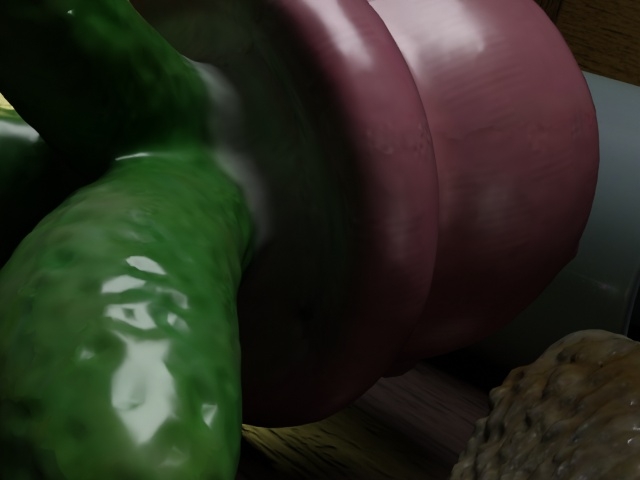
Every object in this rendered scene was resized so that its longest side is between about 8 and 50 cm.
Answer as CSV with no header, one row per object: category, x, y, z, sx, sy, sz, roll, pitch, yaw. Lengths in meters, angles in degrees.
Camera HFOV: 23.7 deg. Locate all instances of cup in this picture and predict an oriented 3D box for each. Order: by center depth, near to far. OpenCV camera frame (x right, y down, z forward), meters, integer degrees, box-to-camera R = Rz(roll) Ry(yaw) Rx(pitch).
cup,0.125,-0.021,1.013,0.312,0.205,0.205,23,9,36

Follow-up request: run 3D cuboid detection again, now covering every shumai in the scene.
shumai,0.095,0.111,0.475,0.116,0.145,0.145,40,1,-20

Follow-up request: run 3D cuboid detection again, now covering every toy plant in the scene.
toy plant,-0.034,-0.013,0.622,0.356,0.211,0.317,-8,27,-45
